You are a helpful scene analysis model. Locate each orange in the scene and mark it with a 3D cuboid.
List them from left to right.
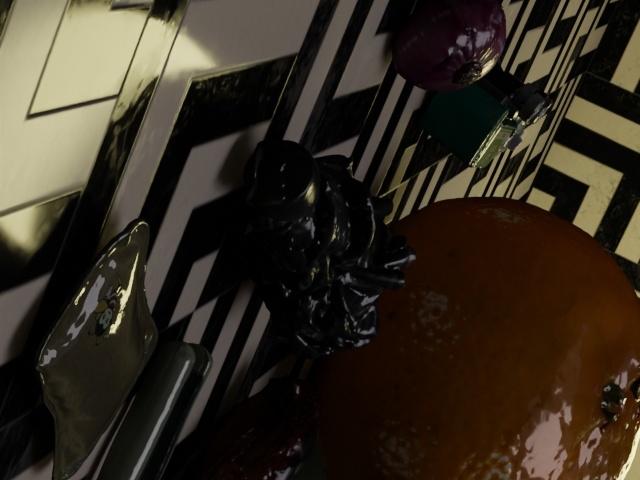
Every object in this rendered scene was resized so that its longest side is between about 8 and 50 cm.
[{"bbox_3d":[0.189,0.160,1.804,0.424,0.326,0.424,-24,121,-50],"label":"orange"}]

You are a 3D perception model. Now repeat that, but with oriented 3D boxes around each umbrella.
[{"bbox_3d":[0.008,-0.009,1.311,0.154,0.128,0.336,-57,165,-22],"label":"umbrella"}]

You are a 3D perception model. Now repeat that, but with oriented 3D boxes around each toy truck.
[{"bbox_3d":[0.191,-0.155,1.878,0.124,0.114,0.253,-52,171,8],"label":"toy truck"}]

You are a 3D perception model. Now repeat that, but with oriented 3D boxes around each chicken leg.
[{"bbox_3d":[-0.124,0.283,1.464,0.407,0.096,0.158,-56,-177,-21],"label":"chicken leg"}]

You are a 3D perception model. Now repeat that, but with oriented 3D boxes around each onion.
[{"bbox_3d":[0.118,-0.191,1.500,0.115,0.115,0.104,85,-12,-70],"label":"onion"}]

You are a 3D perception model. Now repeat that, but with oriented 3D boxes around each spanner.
[{"bbox_3d":[-0.168,0.225,1.236,0.325,0.040,0.095,-65,169,-2],"label":"spanner"}]

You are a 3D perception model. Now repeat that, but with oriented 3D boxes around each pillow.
[{"bbox_3d":[-0.141,0.073,1.023,0.130,0.033,0.217,-57,167,-27],"label":"pillow"}]

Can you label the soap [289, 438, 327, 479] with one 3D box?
[{"bbox_3d":[0.043,0.220,2.042,0.324,0.109,0.193,-58,167,-25],"label":"soap"}]
